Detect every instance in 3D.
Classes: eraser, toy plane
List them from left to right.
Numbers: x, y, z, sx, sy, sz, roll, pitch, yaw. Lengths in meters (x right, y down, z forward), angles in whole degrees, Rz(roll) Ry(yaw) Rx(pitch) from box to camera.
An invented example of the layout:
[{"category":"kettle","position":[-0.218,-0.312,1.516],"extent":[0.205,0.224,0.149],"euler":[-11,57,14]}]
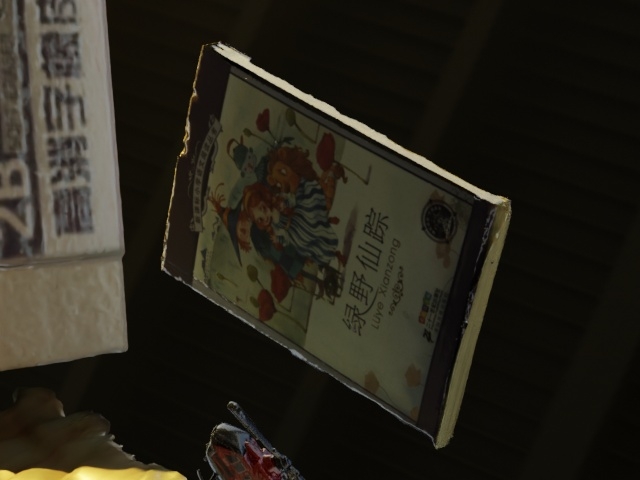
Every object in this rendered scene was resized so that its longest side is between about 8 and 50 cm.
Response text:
[{"category":"eraser","position":[-0.166,-0.042,0.887],"extent":[0.068,0.124,0.210],"euler":[-1,-85,52]},{"category":"toy plane","position":[-0.035,0.172,1.232],"extent":[0.060,0.145,0.037],"euler":[-30,-162,28]}]

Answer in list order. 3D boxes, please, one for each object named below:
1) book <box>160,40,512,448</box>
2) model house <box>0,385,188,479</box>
[{"category":"book","position":[-0.001,0.000,1.024],"extent":[0.231,0.026,0.157],"euler":[31,-58,33]},{"category":"model house","position":[-0.183,0.350,0.738],"extent":[0.400,0.445,0.395],"euler":[-23,-162,-21]}]
